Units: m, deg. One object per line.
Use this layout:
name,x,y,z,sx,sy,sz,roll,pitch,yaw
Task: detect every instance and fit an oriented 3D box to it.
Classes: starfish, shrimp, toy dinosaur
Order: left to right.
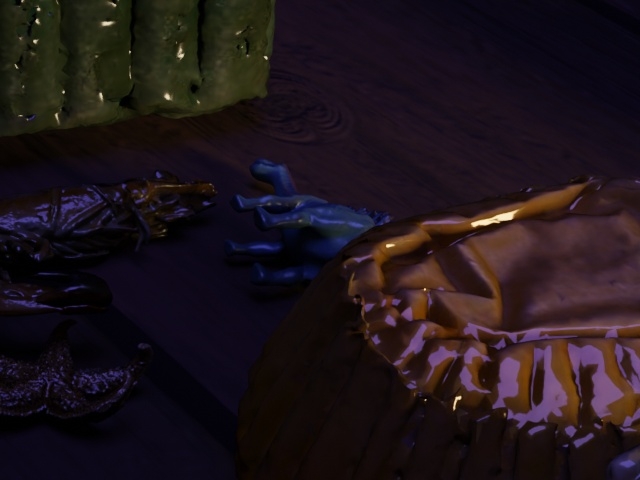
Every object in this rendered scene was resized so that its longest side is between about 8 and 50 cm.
starfish,-0.124,0.058,0.758,0.091,0.028,0.078,20,29,25
shrimp,-0.114,0.001,0.827,0.178,0.034,0.124,-10,24,-27
toy dinosaur,0.000,0.000,0.856,0.080,0.045,0.197,-5,27,-28

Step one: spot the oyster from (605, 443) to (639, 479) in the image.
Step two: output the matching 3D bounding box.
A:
oyster,0.150,0.142,0.541,0.341,0.166,0.110,-11,10,-25

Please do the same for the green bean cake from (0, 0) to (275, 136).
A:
green bean cake,-0.171,-0.158,0.993,0.255,0.132,0.241,-14,37,-26

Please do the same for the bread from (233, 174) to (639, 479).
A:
bread,0.082,0.071,0.675,0.240,0.139,0.240,2,33,-1
